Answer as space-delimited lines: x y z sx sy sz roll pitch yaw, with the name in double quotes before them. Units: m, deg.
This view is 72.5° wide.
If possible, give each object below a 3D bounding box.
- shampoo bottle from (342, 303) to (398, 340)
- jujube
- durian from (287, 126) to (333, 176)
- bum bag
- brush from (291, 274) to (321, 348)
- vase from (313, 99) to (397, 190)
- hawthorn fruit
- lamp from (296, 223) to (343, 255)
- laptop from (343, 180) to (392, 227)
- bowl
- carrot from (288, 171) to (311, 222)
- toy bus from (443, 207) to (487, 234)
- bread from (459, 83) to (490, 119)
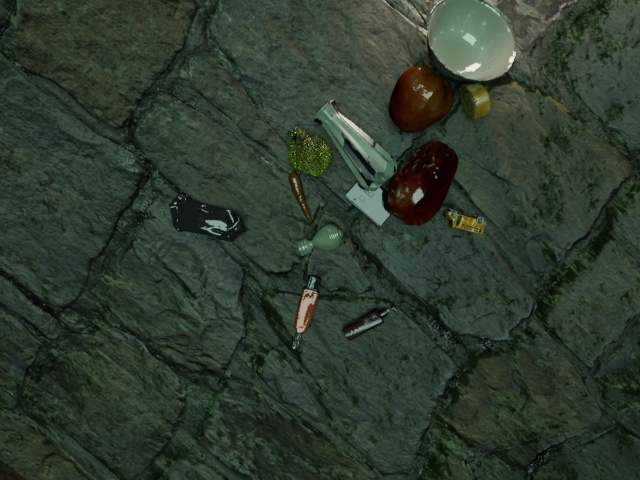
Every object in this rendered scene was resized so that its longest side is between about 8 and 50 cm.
"shampoo bottle" 0.204 0.332 1.788 0.236 0.067 0.068 -32 86 7
"jujube" 0.382 -0.211 1.631 0.222 0.223 0.318 32 90 -2
"durian" -0.045 -0.334 1.670 0.198 0.146 0.159 33 126 4
"bum bag" -0.460 -0.077 1.761 0.325 0.079 0.142 16 91 4
"brush" -0.067 0.297 1.808 0.070 0.051 0.324 17 96 -6
"vase" 0.130 -0.359 1.654 0.165 0.165 0.360 -41 90 7
"hawthorn fruit" 0.353 -0.499 1.600 0.224 0.224 0.261 35 123 -2
"lamp" 0.000 0.000 1.739 0.192 0.106 0.106 -19 97 14
"laptop" 0.208 -0.161 1.744 0.197 0.016 0.135 41 97 -3
"bowl" 0.507 -0.678 1.562 0.336 0.157 0.338 2 76 -10
"carrot" -0.077 -0.168 1.746 0.048 0.048 0.217 -19 101 5
"toy bus" 0.560 -0.076 1.713 0.161 0.069 0.074 15 101 -1
"bread" 0.569 -0.520 1.622 0.073 0.149 0.122 -21 139 5
